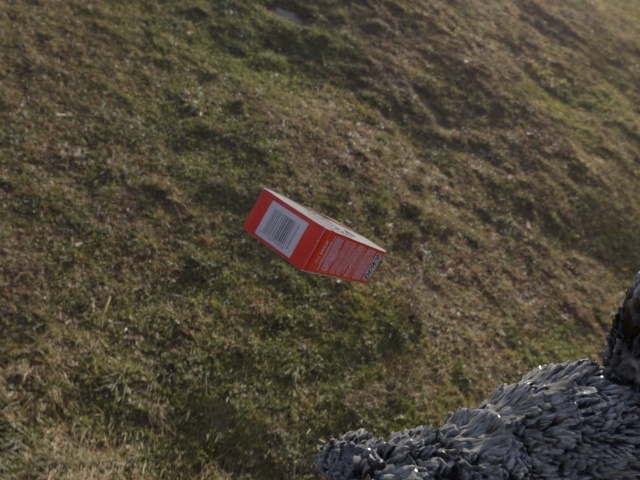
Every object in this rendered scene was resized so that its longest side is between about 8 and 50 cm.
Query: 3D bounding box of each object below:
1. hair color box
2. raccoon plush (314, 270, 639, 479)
[{"bbox_3d":[0.000,0.000,0.553,0.093,0.053,0.167,33,6,28],"label":"hair color box"},{"bbox_3d":[0.183,0.169,0.496,0.299,0.216,0.447,21,82,-8],"label":"raccoon plush"}]
